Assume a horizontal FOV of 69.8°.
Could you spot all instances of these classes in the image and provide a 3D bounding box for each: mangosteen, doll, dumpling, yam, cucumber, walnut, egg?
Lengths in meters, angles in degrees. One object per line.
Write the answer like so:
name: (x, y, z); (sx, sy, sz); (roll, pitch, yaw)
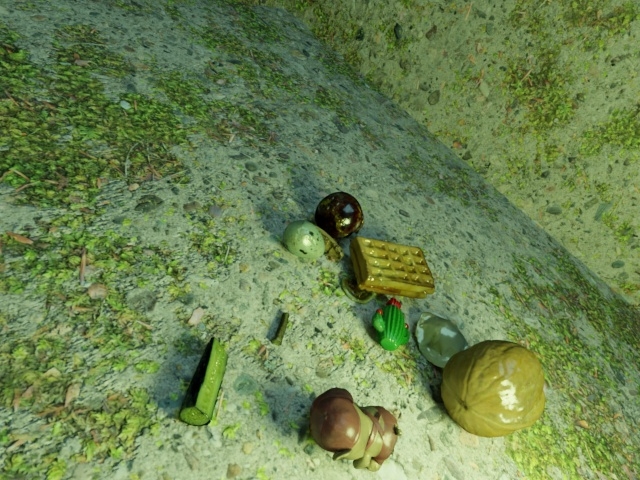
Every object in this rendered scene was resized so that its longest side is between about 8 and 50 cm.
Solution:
mangosteen: (0.085, -0.084, 1.810); (0.217, 0.192, 0.192); (47, 21, -45)
doll: (0.075, 0.478, 1.167); (0.256, 0.152, 0.196); (29, 1, -35)
dumpling: (0.425, 0.357, 1.633); (0.167, 0.126, 0.215); (-32, 85, -25)
yam: (-0.116, 0.255, 1.366); (0.033, 0.027, 0.129); (29, 35, -11)
cucumber: (-0.283, 0.339, 1.114); (0.078, 0.062, 0.211); (58, 18, -30)
walnut: (0.547, 0.457, 1.440); (0.333, 0.332, 0.332); (22, 38, -19)
egg: (-0.053, 0.000, 1.618); (0.164, 0.131, 0.131); (31, 36, -17)

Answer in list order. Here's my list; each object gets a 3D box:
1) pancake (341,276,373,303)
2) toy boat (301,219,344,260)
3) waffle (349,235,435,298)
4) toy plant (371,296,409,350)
pancake: (0.135, 0.180, 1.663); (0.130, 0.022, 0.116); (2, 47, -32)
toy boat: (0.000, 0.000, 1.712); (0.206, 0.064, 0.072); (39, 19, 4)
waffle: (0.268, 0.104, 1.742); (0.328, 0.098, 0.224); (10, 45, -27)
toy plant: (0.253, 0.291, 1.583); (0.154, 0.088, 0.240); (57, 28, 8)
